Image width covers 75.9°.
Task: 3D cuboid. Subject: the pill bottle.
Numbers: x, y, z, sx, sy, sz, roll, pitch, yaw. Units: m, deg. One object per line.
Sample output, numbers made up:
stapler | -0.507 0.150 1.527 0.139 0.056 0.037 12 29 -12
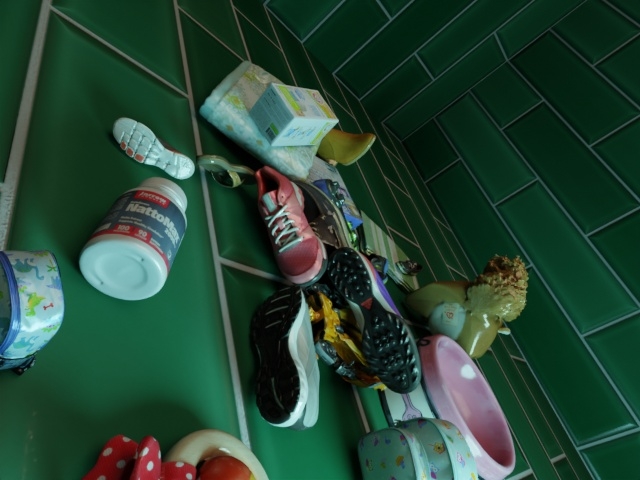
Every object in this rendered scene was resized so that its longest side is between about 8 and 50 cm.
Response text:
pill bottle | -0.255 -0.013 0.592 0.108 0.108 0.180 41 27 -28

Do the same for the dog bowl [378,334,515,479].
dog bowl | 0.324 0.420 1.030 0.408 0.150 0.407 41 28 -27

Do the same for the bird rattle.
bird rattle | -0.131 0.300 0.447 0.253 0.143 0.207 42 12 3

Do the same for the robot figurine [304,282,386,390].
robot figurine | 0.053 0.215 0.883 0.291 0.085 0.211 37 29 -36

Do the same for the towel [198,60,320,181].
towel | -0.140 -0.347 1.173 0.321 0.090 0.374 35 37 -16

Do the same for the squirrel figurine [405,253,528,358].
squirrel figurine | 0.546 0.236 1.376 0.371 0.397 0.281 11 43 -45

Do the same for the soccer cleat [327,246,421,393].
soccer cleat | 0.123 0.156 0.859 0.116 0.109 0.318 16 42 -61

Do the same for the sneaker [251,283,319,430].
sneaker | -0.054 0.196 0.719 0.108 0.100 0.271 52 23 -41

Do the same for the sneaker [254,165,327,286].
sneaker | -0.086 -0.038 0.896 0.136 0.116 0.313 47 16 -52

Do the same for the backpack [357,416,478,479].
backpack | 0.166 0.399 0.718 0.144 0.188 0.165 35 31 -37

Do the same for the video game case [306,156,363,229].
video game case | 0.002 -0.168 1.319 0.270 0.061 0.244 17 42 -52

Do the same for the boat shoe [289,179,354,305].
boat shoe | 0.000 0.000 1.013 0.355 0.132 0.130 57 24 8

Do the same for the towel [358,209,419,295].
towel | 0.251 0.056 1.516 0.325 0.038 0.247 41 27 -25

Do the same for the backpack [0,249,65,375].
backpack | -0.304 0.065 0.389 0.084 0.114 0.105 5 54 -60

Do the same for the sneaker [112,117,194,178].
sneaker | -0.316 -0.171 0.774 0.158 0.061 0.065 38 2 -34

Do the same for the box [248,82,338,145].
box | -0.065 -0.322 1.068 0.203 0.103 0.114 -19 73 -54

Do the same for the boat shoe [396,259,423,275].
boat shoe | 0.326 0.092 1.493 0.152 0.049 0.056 14 45 -55

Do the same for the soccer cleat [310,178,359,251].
soccer cleat | 0.027 -0.029 1.142 0.093 0.121 0.289 -61 135 -67

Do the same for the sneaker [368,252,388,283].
sneaker | 0.168 0.102 1.286 0.078 0.067 0.188 29 30 -5

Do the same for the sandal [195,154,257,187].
sandal | -0.206 -0.144 0.906 0.180 0.072 0.048 16 73 -65

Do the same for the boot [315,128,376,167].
boot | 0.030 -0.354 1.400 0.211 0.295 0.104 41 64 -21
